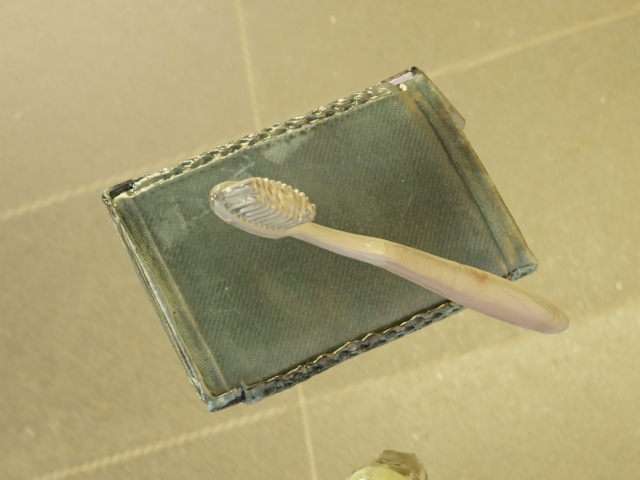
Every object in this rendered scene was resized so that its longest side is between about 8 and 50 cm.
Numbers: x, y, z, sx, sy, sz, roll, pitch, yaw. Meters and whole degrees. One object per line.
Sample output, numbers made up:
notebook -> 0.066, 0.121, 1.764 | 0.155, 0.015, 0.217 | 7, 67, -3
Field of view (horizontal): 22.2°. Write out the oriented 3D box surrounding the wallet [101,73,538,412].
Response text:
wallet -> 0.000, 0.000, 1.491 | 0.342, 0.075, 0.237 | -23, 69, -20

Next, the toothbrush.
toothbrush -> 0.055, 0.013, 0.905 | 0.029, 0.307, 0.025 | -16, 65, 39

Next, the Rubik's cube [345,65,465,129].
Rubik's cube -> 0.101, -0.116, 1.864 | 0.211, 0.178, 0.190 | -6, 58, -13

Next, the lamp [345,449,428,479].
lamp -> 0.075, 0.304, 1.897 | 0.101, 0.101, 0.250 | -3, 13, 19
